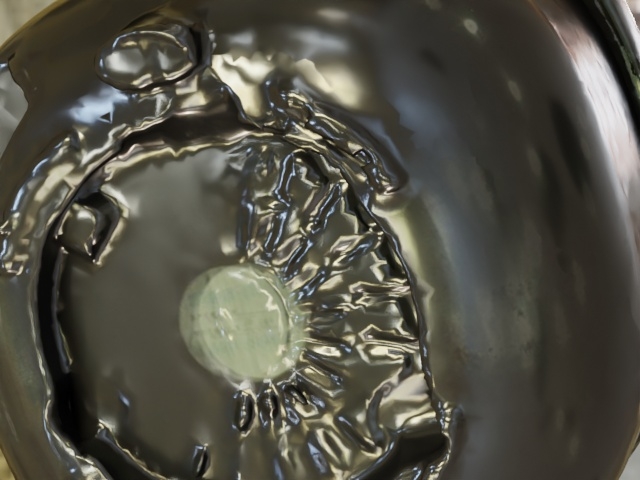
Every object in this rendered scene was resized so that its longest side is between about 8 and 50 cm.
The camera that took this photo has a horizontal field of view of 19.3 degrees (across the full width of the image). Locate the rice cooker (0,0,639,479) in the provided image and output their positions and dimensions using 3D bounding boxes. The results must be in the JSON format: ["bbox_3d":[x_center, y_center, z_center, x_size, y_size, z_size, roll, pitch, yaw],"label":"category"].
[{"bbox_3d":[0.000,0.000,0.673,0.224,0.267,0.267,-35,-56,-66],"label":"rice cooker"}]
